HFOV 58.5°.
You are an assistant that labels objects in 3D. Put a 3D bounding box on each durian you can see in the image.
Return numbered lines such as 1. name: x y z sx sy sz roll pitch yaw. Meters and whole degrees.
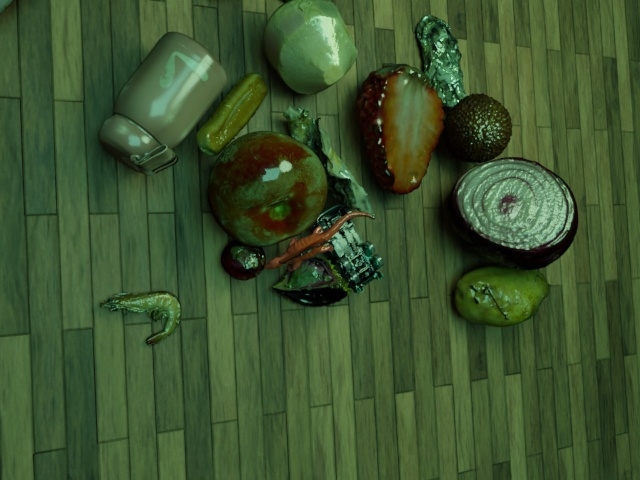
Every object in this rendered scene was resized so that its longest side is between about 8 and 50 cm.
1. durian: -0.008 0.096 1.411 0.119 0.186 0.108 57 32 -53

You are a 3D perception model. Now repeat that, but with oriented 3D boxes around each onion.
1. onion: -0.181 0.046 1.351 0.107 0.097 0.107 5 50 -5
2. onion: 0.521 -0.067 1.564 0.336 0.260 0.282 18 80 18

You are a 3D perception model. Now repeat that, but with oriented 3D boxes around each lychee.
1. lychee: 0.424 -0.293 1.535 0.194 0.194 0.195 1 87 -23

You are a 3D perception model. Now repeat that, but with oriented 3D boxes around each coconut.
1. coconut: -0.026 -0.460 1.361 0.197 0.237 0.237 -29 99 1

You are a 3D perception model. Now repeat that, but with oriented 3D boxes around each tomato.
1. tomato: -0.127 -0.126 1.296 0.270 0.223 0.270 -18 138 -17

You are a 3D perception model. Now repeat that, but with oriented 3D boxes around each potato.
1. potato: 0.522 0.156 1.617 0.300 0.140 0.173 -3 81 -22

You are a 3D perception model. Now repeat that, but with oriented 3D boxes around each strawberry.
1. strawberry: 0.188 -0.291 1.504 0.265 0.149 0.337 -4 100 -41

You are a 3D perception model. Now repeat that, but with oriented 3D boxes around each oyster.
1. oyster: 0.344 -0.508 1.620 0.199 0.087 0.252 26 67 -24
2. oyster: 0.020 -0.181 1.404 0.100 0.271 0.275 -36 134 0

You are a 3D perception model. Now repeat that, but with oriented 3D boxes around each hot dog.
1. hot dog: -0.206 -0.296 1.325 0.286 0.061 0.088 -60 135 -43

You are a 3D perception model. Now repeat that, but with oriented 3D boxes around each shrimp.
1. shrimp: -0.401 0.175 1.280 0.178 0.034 0.125 -2 94 -28

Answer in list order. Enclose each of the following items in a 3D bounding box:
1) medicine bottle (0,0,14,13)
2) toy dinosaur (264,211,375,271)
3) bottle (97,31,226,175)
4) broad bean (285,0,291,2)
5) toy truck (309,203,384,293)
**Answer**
1. medicine bottle: -0.679 -0.531 1.132 0.152 0.152 0.255 40 73 -16
2. toy dinosaur: -0.004 0.002 1.300 0.285 0.139 0.070 -27 89 4
3. bottle: -0.339 -0.286 1.239 0.297 0.206 0.173 -57 152 -15
4. broad bean: -0.025 -0.605 1.466 0.213 0.070 0.048 22 96 -30
5. toy truck: 0.058 0.025 1.442 0.110 0.116 0.216 -32 92 -23
